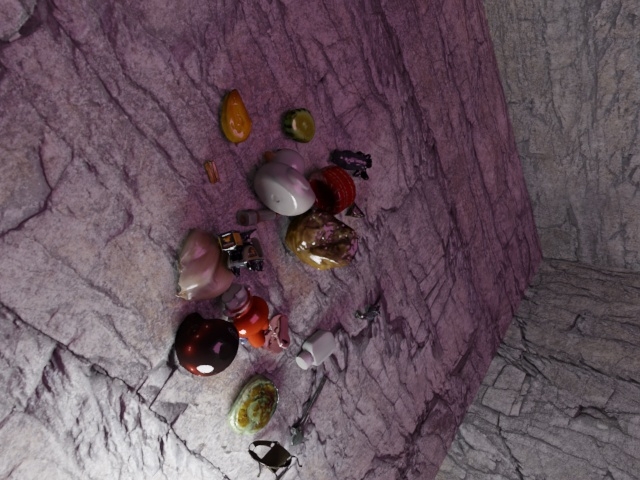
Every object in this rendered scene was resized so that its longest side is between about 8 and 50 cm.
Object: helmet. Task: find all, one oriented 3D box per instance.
[{"bbox_3d":[-0.372,0.345,1.619,0.216,0.193,0.189,-27,125,8],"label":"helmet"}]

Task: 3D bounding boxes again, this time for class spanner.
[{"bbox_3d":[-0.047,0.735,2.138,0.093,0.026,0.325,50,61,-41],"label":"spanner"}]

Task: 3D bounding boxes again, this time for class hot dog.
[{"bbox_3d":[-0.358,-0.227,1.629,0.037,0.021,0.083,-21,117,-20],"label":"hot dog"}]

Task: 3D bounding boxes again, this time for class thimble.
[{"bbox_3d":[0.042,-0.200,1.940,0.125,0.163,0.189,-35,92,-40],"label":"thimble"}]

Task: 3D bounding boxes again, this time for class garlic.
[{"bbox_3d":[-0.371,0.099,1.618,0.217,0.110,0.227,38,70,-47],"label":"garlic"}]

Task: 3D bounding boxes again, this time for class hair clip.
[{"bbox_3d":[-0.176,0.365,1.929,0.123,0.102,0.138,31,43,-47],"label":"hair clip"}]

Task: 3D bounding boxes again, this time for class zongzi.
[{"bbox_3d":[0.150,-0.137,2.158,0.083,0.067,0.073,9,98,-30],"label":"zongzi"}]

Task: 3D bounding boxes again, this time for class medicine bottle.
[{"bbox_3d":[-0.019,0.463,2.083,0.183,0.069,0.119,-36,123,-38],"label":"medicine bottle"}]

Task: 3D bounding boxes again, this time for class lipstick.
[{"bbox_3d":[-0.212,-0.092,1.785,0.186,0.063,0.057,-15,110,-51],"label":"lipstick"}]

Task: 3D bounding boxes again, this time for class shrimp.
[{"bbox_3d":[0.237,0.353,2.331,0.174,0.076,0.082,-7,125,-45],"label":"shrimp"}]

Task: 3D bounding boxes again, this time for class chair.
[{"bbox_3d":[-0.187,0.853,1.919,0.149,0.174,0.213,-42,137,-28],"label":"chair"}]

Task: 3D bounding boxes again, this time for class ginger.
[{"bbox_3d":[-0.001,0.004,1.887,0.269,0.223,0.200,34,80,-4],"label":"ginger"}]

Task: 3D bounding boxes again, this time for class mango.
[{"bbox_3d":[-0.284,-0.407,1.641,0.101,0.066,0.187,-16,104,-35],"label":"mango"}]

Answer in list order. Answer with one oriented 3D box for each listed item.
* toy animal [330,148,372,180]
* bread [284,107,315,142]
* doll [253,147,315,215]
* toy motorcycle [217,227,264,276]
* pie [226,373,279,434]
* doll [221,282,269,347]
[{"bbox_3d":[0.137,-0.322,2.063,0.210,0.117,0.121,1,103,-49],"label":"toy animal"},{"bbox_3d":[-0.081,-0.429,1.843,0.139,0.071,0.129,-14,111,-46],"label":"bread"},{"bbox_3d":[-0.117,-0.218,1.770,0.251,0.221,0.221,42,63,-6],"label":"doll"},{"bbox_3d":[-0.255,0.039,1.685,0.263,0.091,0.157,-2,74,-79],"label":"toy motorcycle"},{"bbox_3d":[-0.253,0.627,1.881,0.241,0.054,0.240,-14,109,-46],"label":"pie"},{"bbox_3d":[-0.256,0.271,1.756,0.161,0.130,0.290,-53,141,-27],"label":"doll"}]
